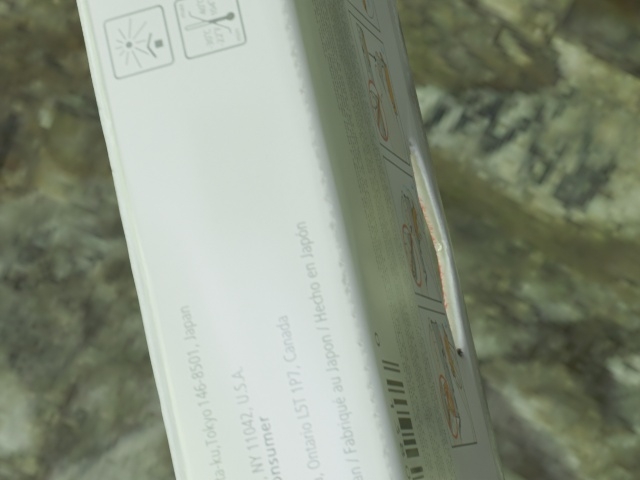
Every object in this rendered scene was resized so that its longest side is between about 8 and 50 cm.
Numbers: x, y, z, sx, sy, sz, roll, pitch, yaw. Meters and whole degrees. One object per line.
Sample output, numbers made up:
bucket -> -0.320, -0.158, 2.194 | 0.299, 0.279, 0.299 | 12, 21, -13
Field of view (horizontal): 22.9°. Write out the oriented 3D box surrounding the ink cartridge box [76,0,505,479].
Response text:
ink cartridge box -> 0.000, 0.000, 0.542 | 0.066, 0.296, 0.261 | -14, 171, 10
